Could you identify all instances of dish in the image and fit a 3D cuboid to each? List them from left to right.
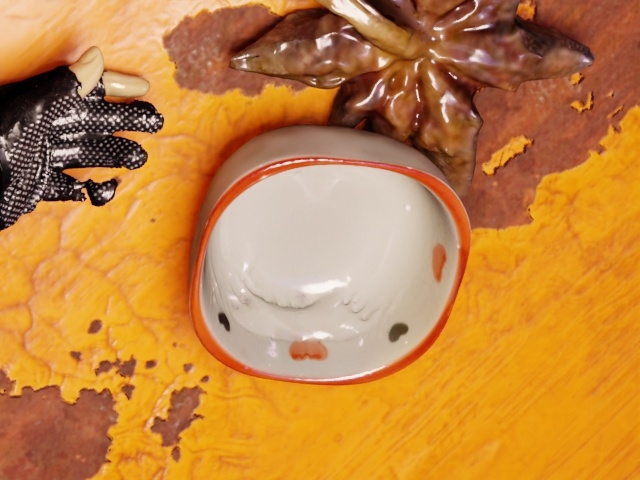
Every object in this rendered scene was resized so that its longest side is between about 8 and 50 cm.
[{"bbox_3d":[0.000,0.000,1.602,0.256,0.117,0.256,-5,125,-7],"label":"dish"}]

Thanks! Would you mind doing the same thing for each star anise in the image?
[{"bbox_3d":[0.074,-0.181,1.587,0.292,0.109,0.349,-35,117,-11],"label":"star anise"}]

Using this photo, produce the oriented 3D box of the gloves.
[{"bbox_3d":[-0.220,-0.093,1.524,0.180,0.106,0.129,-36,123,-38],"label":"gloves"}]
